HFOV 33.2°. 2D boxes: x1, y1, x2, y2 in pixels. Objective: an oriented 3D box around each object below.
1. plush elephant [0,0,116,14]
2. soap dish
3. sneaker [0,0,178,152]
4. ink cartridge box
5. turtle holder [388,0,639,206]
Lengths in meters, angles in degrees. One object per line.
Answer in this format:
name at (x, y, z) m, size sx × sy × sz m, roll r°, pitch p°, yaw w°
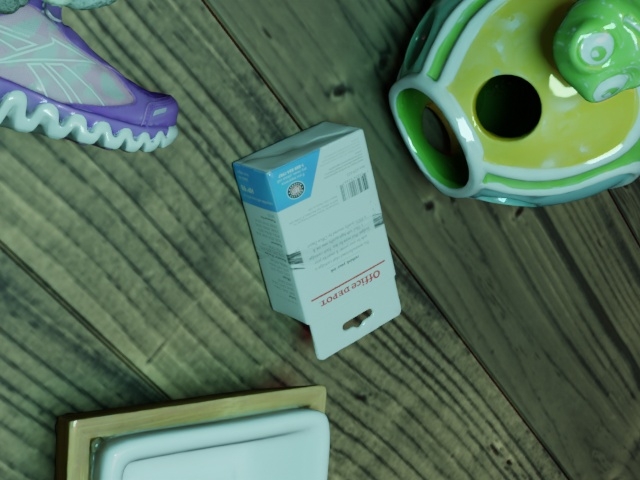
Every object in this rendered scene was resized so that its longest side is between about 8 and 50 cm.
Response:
plush elephant at (-0.201, -0.276, 0.609) m, size 0.255 × 0.330 × 0.272 m, roll 22°, pitch 86°, yaw -15°
soap dish at (-0.114, 0.261, 0.883) m, size 0.228 × 0.118 × 0.291 m, roll -3°, pitch 104°, yaw -36°
sneaker at (-0.193, -0.123, 0.735) m, size 0.236 × 0.095 × 0.105 m, roll 10°, pitch 93°, yaw -42°
ink cartridge box at (0.000, 0.000, 0.937) m, size 0.104 × 0.060 × 0.180 m, roll -27°, pitch 116°, yaw -29°
turtle holder at (0.200, -0.129, 0.896) m, size 0.227 × 0.320 × 0.243 m, roll -30°, pitch 121°, yaw -12°
